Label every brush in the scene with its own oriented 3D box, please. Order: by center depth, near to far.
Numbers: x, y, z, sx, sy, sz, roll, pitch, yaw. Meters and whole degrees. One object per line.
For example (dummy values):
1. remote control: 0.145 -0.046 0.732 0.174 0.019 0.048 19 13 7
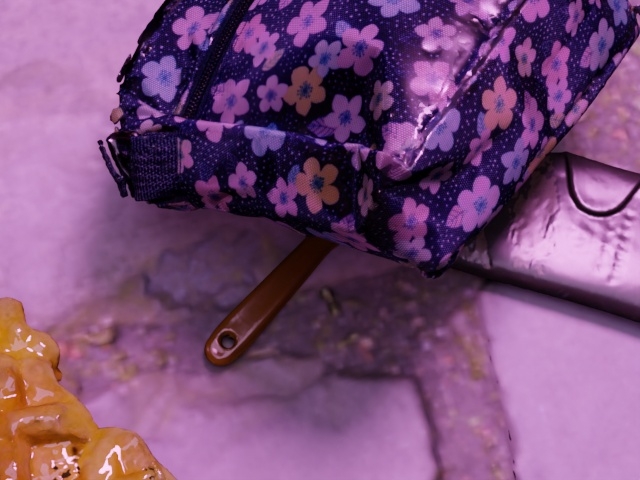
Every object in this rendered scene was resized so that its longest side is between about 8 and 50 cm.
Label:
1. brush: 0.000 0.000 0.799 0.043 0.014 0.170 39 75 14

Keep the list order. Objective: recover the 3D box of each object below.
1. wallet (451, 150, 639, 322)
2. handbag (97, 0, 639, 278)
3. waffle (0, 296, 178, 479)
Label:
1. wallet: 0.136 -0.004 0.802 0.156 0.018 0.082 18 71 6
2. handbag: 0.020 -0.084 0.752 0.207 0.127 0.229 15 56 38
3. waffle: -0.201 0.152 0.709 0.262 0.060 0.280 34 65 17
